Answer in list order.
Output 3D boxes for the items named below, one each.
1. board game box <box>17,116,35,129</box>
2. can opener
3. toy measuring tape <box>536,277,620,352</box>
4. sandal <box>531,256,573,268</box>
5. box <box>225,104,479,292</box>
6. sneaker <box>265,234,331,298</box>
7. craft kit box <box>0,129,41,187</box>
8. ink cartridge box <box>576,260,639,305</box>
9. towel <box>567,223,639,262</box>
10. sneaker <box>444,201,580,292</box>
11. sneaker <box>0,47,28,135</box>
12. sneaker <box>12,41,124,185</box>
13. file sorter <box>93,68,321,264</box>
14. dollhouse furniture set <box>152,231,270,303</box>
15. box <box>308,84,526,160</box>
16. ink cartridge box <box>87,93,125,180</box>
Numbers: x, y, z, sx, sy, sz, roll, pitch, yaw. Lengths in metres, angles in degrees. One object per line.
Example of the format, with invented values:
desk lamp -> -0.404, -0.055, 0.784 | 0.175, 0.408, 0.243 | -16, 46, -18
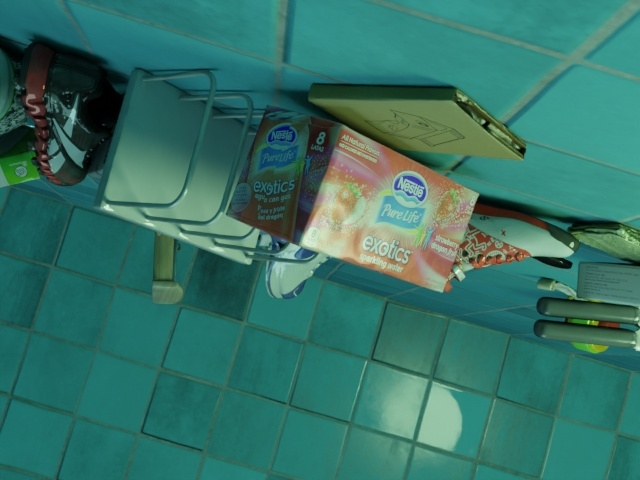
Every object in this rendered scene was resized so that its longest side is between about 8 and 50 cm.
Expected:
board game box -> -0.658, -0.265, 1.569 | 0.316, 0.064, 0.242 | 9, 169, 46
can opener -> 0.475, 0.136, 1.448 | 0.280, 0.074, 0.093 | 5, -178, -9
toy measuring tape -> 0.569, 0.178, 2.003 | 0.330, 0.121, 0.121 | 23, 170, -42
sandal -> 0.333, -0.003, 1.483 | 0.179, 0.040, 0.067 | 29, 176, 35
box -> 0.050, -0.048, 1.162 | 0.142, 0.154, 0.300 | 21, -179, 43
sneaker -> 0.000, -0.001, 1.598 | 0.182, 0.127, 0.315 | 7, 142, 1
craft kit box -> -0.578, -0.139, 1.559 | 0.247, 0.061, 0.250 | -15, -158, 3
ink cartridge box -> 0.590, 0.078, 1.380 | 0.261, 0.066, 0.296 | 4, -179, -34
towel -> 0.443, 0.006, 1.319 | 0.148, 0.027, 0.110 | 20, 173, -28
sneaker -> 0.234, 0.019, 1.346 | 0.270, 0.145, 0.090 | 19, 175, 14
sneaker -> -0.547, -0.180, 1.393 | 0.410, 0.158, 0.182 | -13, 171, 38
sneaker -> -0.342, -0.161, 1.282 | 0.135, 0.097, 0.276 | 8, 148, -3
file sorter -> -0.121, -0.089, 1.220 | 0.173, 0.192, 0.278 | 5, 167, 42
dollhouse furniture set -> -0.157, -0.001, 1.691 | 0.303, 0.198, 0.286 | 2, 163, -10
box -> 0.108, -0.134, 1.024 | 0.201, 0.021, 0.164 | 11, 171, 41
ink cartridge box -> -0.259, -0.141, 1.367 | 0.127, 0.128, 0.176 | 20, 173, -26
